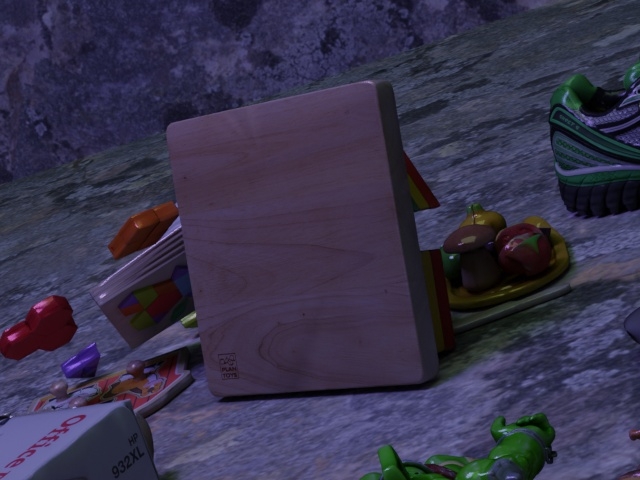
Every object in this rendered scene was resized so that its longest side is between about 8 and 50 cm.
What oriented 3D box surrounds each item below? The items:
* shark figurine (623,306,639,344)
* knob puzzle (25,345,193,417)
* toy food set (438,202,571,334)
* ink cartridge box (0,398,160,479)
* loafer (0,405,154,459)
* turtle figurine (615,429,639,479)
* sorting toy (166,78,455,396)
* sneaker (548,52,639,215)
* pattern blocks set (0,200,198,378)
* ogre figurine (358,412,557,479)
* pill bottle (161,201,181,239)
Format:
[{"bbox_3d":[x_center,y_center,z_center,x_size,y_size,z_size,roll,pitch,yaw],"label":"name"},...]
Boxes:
[{"bbox_3d":[0.352,0.016,1.317,0.278,0.116,0.166,-20,14,8],"label":"shark figurine"},{"bbox_3d":[-0.218,0.154,1.776,0.213,0.030,0.213,-19,13,5],"label":"knob puzzle"},{"bbox_3d":[0.164,0.007,1.712,0.128,0.071,0.218,-19,14,7],"label":"toy food set"},{"bbox_3d":[-0.292,0.235,1.342,0.307,0.129,0.223,-12,15,33],"label":"ink cartridge box"},{"bbox_3d":[-0.254,0.194,1.540,0.268,0.102,0.092,-5,17,21],"label":"loafer"},{"bbox_3d":[0.200,0.146,1.036,0.217,0.087,0.269,-24,-16,-46],"label":"turtle figurine"},{"bbox_3d":[0.000,0.000,1.621,0.257,0.255,0.089,-8,2,42],"label":"sorting toy"},{"bbox_3d":[0.369,-0.122,1.766,0.343,0.146,0.134,-11,16,33],"label":"sneaker"},{"bbox_3d":[-0.138,0.034,1.813,0.325,0.026,0.285,-39,-23,10],"label":"pattern blocks set"},{"bbox_3d":[0.059,0.173,1.156,0.197,0.097,0.118,-8,2,3],"label":"ogre figurine"},{"bbox_3d":[-0.113,-0.010,2.084,0.121,0.121,0.216,-16,14,16],"label":"pill bottle"}]
